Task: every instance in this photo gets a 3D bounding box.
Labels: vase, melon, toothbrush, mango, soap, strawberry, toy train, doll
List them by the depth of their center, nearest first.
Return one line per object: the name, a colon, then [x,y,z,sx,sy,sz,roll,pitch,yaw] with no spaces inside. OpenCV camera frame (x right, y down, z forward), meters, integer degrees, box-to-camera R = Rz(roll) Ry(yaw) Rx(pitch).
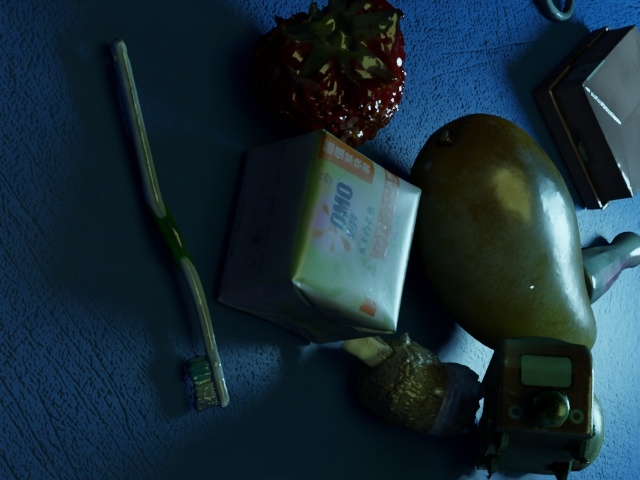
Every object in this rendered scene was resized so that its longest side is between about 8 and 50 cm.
toothbrush: [-0.164,-0.016,1.558,0.040,0.042,0.418,-14,95,-14]
soap: [0.000,0.000,1.654,0.182,0.138,0.199,27,65,-38]
strawberry: [0.017,-0.189,1.693,0.201,0.184,0.187,78,30,-47]
doll: [0.108,0.176,1.751,0.221,0.115,0.105,31,28,-37]
toy train: [0.267,0.211,1.784,0.326,0.129,0.159,85,7,-71]
mango: [0.240,0.008,1.852,0.384,0.199,0.221,56,50,-25]
melon: [0.348,0.258,1.994,0.098,0.098,0.131,25,67,-40]
vase: [0.410,0.039,2.111,0.214,0.086,0.086,-22,99,-50]

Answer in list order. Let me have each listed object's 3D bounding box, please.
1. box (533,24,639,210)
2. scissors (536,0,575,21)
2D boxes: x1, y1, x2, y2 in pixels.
box: [0.443,-0.190,2.173,0.215,0.086,0.215,-44,114,-39]
scissors: [0.294,-0.529,2.118,0.256,0.029,0.384,8,80,-44]
